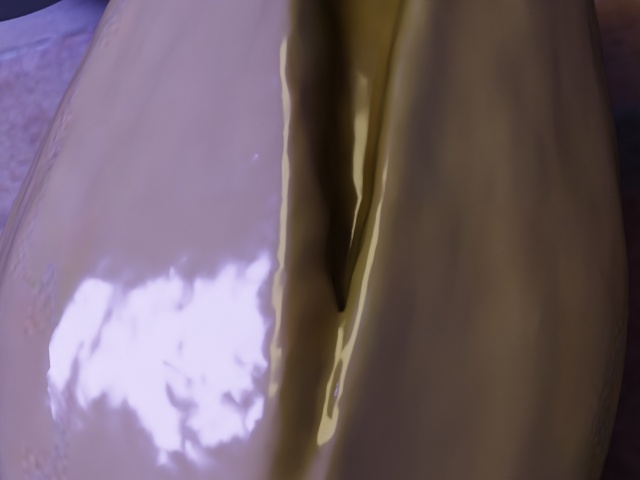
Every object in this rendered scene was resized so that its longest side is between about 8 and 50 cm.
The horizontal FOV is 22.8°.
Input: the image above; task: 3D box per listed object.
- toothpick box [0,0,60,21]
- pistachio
[{"bbox_3d":[-0.210,-0.251,0.735,0.354,0.263,0.263,39,96,30],"label":"toothpick box"},{"bbox_3d":[0.000,0.000,0.515,0.207,0.226,0.332,13,86,3],"label":"pistachio"}]
